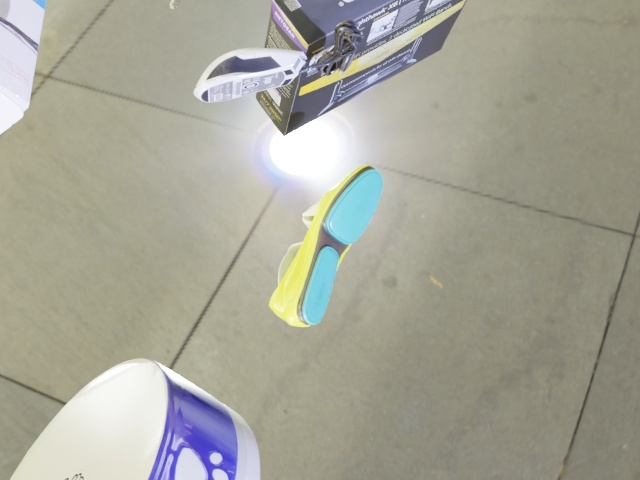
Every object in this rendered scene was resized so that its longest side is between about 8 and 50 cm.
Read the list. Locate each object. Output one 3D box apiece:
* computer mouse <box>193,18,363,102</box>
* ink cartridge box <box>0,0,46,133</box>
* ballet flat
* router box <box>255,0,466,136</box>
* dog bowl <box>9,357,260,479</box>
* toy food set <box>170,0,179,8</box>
[{"bbox_3d":[-0.052,-0.201,0.918,0.192,0.106,0.042,-15,84,-11],"label":"computer mouse"},{"bbox_3d":[-0.713,-0.363,1.629,0.285,0.166,0.395,-30,46,24],"label":"ink cartridge box"},{"bbox_3d":[0.000,0.000,1.038,0.077,0.077,0.231,10,68,41],"label":"ballet flat"},{"bbox_3d":[0.065,-0.295,1.130,0.308,0.243,0.081,-32,78,-19],"label":"router box"},{"bbox_3d":[-0.180,0.239,0.701,0.265,0.104,0.265,-35,31,25],"label":"dog bowl"},{"bbox_3d":[-0.243,-0.495,1.356,0.038,0.192,0.132,1,50,16],"label":"toy food set"}]
